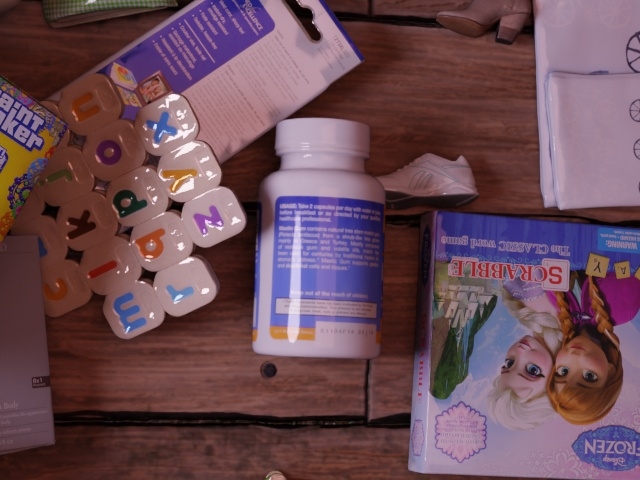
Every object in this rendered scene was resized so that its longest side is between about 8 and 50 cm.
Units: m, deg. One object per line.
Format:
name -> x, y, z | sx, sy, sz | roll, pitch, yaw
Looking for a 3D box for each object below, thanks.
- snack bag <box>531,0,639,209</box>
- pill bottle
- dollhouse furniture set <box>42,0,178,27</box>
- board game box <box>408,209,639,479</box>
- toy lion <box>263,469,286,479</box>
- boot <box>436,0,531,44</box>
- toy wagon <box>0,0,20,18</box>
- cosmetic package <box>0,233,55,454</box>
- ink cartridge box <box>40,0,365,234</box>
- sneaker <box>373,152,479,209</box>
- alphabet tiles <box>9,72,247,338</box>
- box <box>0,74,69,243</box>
snack bag -> 0.431, -0.213, 1.756 | 0.323, 0.037, 0.343 | -2, 85, -13
pill bottle -> 0.000, 0.000, 1.570 | 0.152, 0.152, 0.272 | 4, 86, -13
dollhouse furniture set -> -0.199, -0.366, 1.505 | 0.301, 0.151, 0.198 | -10, 90, 6
board game box -> 0.274, 0.134, 1.671 | 0.318, 0.066, 0.318 | 4, 84, -13
toy lion -> -0.051, 0.337, 1.595 | 0.096, 0.034, 0.100 | -45, 96, -6
boot -> 0.210, -0.300, 1.710 | 0.118, 0.042, 0.087 | 17, 75, -13
toy wagon -> -0.460, -0.381, 1.459 | 0.344, 0.068, 0.267 | 52, 31, 7
cosmetic package -> -0.374, 0.113, 1.476 | 0.127, 0.107, 0.238 | -4, 89, -45
ink cartridge box -> -0.144, -0.178, 1.597 | 0.371, 0.069, 0.176 | -36, 93, -12
sneaker -> 0.118, -0.073, 1.664 | 0.152, 0.054, 0.061 | -1, 70, -16
alphabet tiles -> -0.231, -0.037, 1.514 | 0.278, 0.021, 0.284 | -25, 97, 18
box -> -0.457, -0.063, 1.371 | 0.177, 0.290, 0.279 | 37, 76, -41
